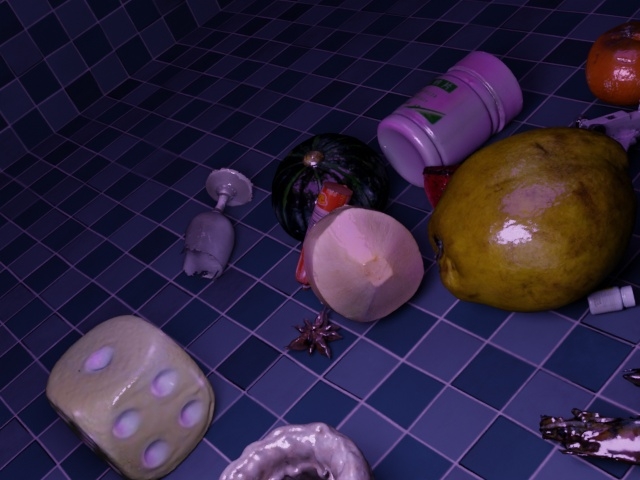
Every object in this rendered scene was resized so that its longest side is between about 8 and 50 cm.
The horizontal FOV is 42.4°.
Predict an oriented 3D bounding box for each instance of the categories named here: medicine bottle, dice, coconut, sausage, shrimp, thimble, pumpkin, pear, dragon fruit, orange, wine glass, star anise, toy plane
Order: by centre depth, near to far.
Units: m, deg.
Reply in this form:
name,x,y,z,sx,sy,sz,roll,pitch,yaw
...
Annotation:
name,x,y,z,sx,sy,sz,roll,pitch,yaw
shrimp,0.552,0.282,1.365,0.364,0.071,0.233,-5,32,26
thimble,-0.026,0.464,1.372,0.291,0.195,0.292,-15,43,14
medicine bottle,0.553,0.112,1.572,0.083,0.047,0.047,-13,39,17
pear,0.415,-0.033,1.599,0.413,0.352,0.352,-27,36,17
dice,-0.391,0.322,1.706,0.254,0.250,0.252,20,56,44
coconut,0.088,0.050,1.744,0.259,0.259,0.259,-16,38,13
star anise,-0.008,0.194,1.792,0.124,0.056,0.129,9,51,22
dragon fruit,0.355,-0.107,1.881,0.261,0.163,0.189,14,83,42
sausage,0.000,0.000,1.884,0.074,0.274,0.074,15,23,-7
toy plane,0.664,-0.249,1.895,0.255,0.101,0.251,-24,25,2
orange,0.755,-0.430,2.002,0.224,0.170,0.224,-18,37,14
pumpkin,0.017,-0.134,2.027,0.315,0.239,0.315,-12,42,11
medicine bottle,0.323,-0.304,2.071,0.325,0.212,0.212,-39,39,-16
wine glass,-0.274,-0.044,2.170,0.143,0.143,0.321,-10,40,21
